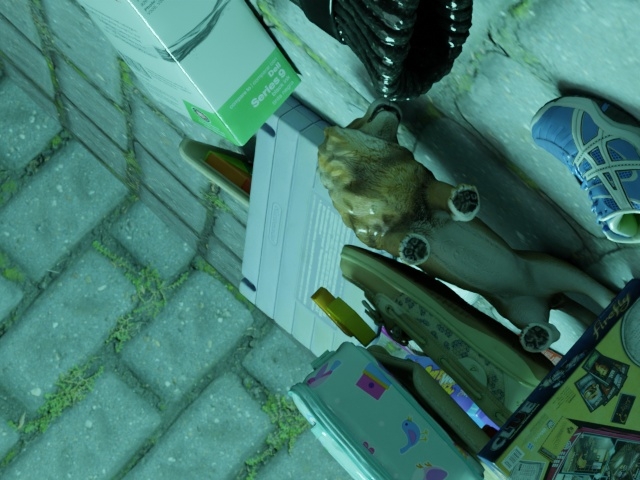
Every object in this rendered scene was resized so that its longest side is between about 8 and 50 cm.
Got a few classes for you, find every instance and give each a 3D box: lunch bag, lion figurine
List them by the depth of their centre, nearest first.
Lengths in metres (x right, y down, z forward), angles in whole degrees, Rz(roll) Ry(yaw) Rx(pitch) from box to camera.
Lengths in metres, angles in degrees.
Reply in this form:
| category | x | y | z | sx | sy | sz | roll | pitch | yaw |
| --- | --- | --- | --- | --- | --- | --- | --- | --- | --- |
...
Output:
| category | x | y | z | sx | sy | sz | roll | pitch | yaw |
| --- | --- | --- | --- | --- | --- | --- | --- | --- | --- |
| lion figurine | 0.164 | 0.012 | 1.760 | 0.392 | 0.142 | 0.240 | 41 | 178 | -15 |
| lunch bag | 0.064 | 0.211 | 1.763 | 0.224 | 0.108 | 0.279 | 45 | 174 | 6 |

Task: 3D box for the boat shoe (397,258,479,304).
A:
| category | x | y | z | sx | sy | sz | roll | pitch | yaw |
| --- | --- | --- | --- | --- | --- | --- | --- | --- | --- |
| boat shoe | 0.130 | 0.017 | 2.116 | 0.184 | 0.066 | 0.063 | 41 | 156 | 24 |

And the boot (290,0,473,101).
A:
| category | x | y | z | sx | sy | sz | roll | pitch | yaw |
| --- | --- | --- | --- | --- | --- | --- | --- | --- | --- |
| boot | -0.016 | -0.268 | 1.293 | 0.260 | 0.131 | 0.348 | 45 | -177 | 28 |

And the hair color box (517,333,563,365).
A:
| category | x | y | z | sx | sy | sz | roll | pitch | yaw |
| --- | --- | --- | --- | --- | --- | --- | --- | --- | --- |
| hair color box | 0.316 | 0.192 | 2.139 | 0.093 | 0.053 | 0.167 | 50 | 169 | -34 |

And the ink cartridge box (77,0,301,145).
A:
| category | x | y | z | sx | sy | sz | roll | pitch | yaw |
| --- | --- | --- | --- | --- | --- | --- | --- | --- | --- |
| ink cartridge box | -0.182 | -0.272 | 1.944 | 0.211 | 0.121 | 0.289 | 32 | 165 | 46 |

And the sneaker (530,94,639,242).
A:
| category | x | y | z | sx | sy | sz | roll | pitch | yaw |
| --- | --- | --- | --- | --- | --- | --- | --- | --- | --- |
| sneaker | 0.244 | -0.052 | 1.345 | 0.211 | 0.081 | 0.080 | 36 | 169 | 42 |

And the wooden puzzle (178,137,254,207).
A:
| category | x | y | z | sx | sy | sz | roll | pitch | yaw |
| --- | --- | --- | --- | --- | --- | --- | --- | --- | --- |
| wooden puzzle | -0.082 | -0.070 | 2.474 | 0.238 | 0.044 | 0.221 | 42 | -168 | 22 |

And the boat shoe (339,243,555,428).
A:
| category | x | y | z | sx | sy | sz | roll | pitch | yaw |
| --- | --- | --- | --- | --- | --- | --- | --- | --- | --- |
| boat shoe | 0.120 | 0.098 | 1.767 | 0.285 | 0.089 | 0.104 | 35 | -168 | 31 |

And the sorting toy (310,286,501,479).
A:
| category | x | y | z | sx | sy | sz | roll | pitch | yaw |
| --- | --- | --- | --- | --- | --- | --- | --- | --- | --- |
| sorting toy | 0.120 | 0.165 | 1.807 | 0.307 | 0.041 | 0.229 | 47 | 174 | -11 |

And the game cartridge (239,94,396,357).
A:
| category | x | y | z | sx | sy | sz | roll | pitch | yaw |
| --- | --- | --- | --- | --- | --- | --- | --- | --- | --- |
| game cartridge | 0.000 | 0.000 | 2.157 | 0.230 | 0.068 | 0.355 | 35 | 140 | 23 |

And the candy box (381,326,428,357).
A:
| category | x | y | z | sx | sy | sz | roll | pitch | yaw |
| --- | --- | --- | --- | --- | --- | --- | --- | --- | --- |
| candy box | 0.159 | 0.131 | 2.432 | 0.233 | 0.071 | 0.159 | 36 | 167 | 33 |

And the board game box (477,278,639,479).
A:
| category | x | y | z | sx | sy | sz | roll | pitch | yaw |
| --- | --- | --- | --- | --- | --- | --- | --- | --- | --- |
| board game box | 0.295 | 0.183 | 1.641 | 0.165 | 0.243 | 0.042 | 46 | 170 | -16 |

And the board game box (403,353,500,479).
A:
| category | x | y | z | sx | sy | sz | roll | pitch | yaw |
| --- | --- | --- | --- | --- | --- | --- | --- | --- | --- |
| board game box | 0.247 | 0.272 | 2.296 | 0.233 | 0.078 | 0.347 | 42 | 167 | -15 |
